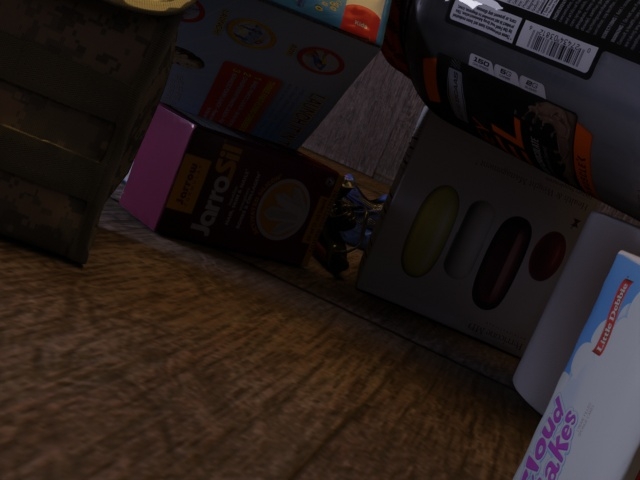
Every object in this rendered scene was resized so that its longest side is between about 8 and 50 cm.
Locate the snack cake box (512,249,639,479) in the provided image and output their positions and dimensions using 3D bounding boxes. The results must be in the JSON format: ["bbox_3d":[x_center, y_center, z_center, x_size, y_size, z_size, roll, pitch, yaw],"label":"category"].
[{"bbox_3d":[0.245,0.127,0.419,0.264,0.152,0.089,22,8,-10],"label":"snack cake box"}]

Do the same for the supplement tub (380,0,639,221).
[{"bbox_3d":[0.217,-0.160,0.718,0.207,0.207,0.338,13,18,-48],"label":"supplement tub"}]

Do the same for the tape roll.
[{"bbox_3d":[0.308,0.097,0.714,0.246,0.169,0.246,23,9,-4],"label":"tape roll"}]

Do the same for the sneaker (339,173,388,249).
[{"bbox_3d":[0.009,-0.056,1.150,0.221,0.087,0.083,20,8,-18],"label":"sneaker"}]

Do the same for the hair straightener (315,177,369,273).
[{"bbox_3d":[0.006,-0.031,0.956,0.047,0.089,0.230,19,12,-15],"label":"hair straightener"}]

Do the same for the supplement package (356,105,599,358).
[{"bbox_3d":[0.164,-0.016,0.917,0.194,0.203,0.149,22,9,1],"label":"supplement package"}]

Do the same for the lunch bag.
[{"bbox_3d":[-0.210,-0.163,0.570,0.235,0.287,0.169,22,8,-14],"label":"lunch bag"}]

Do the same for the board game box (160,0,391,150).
[{"bbox_3d":[-0.127,-0.200,0.806,0.301,0.086,0.308,18,-21,-15],"label":"board game box"}]

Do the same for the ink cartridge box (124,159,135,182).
[{"bbox_3d":[-0.114,-0.060,0.931,0.181,0.062,0.104,17,9,-35],"label":"ink cartridge box"}]

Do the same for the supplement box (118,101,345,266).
[{"bbox_3d":[-0.082,-0.050,0.816,0.188,0.104,0.081,14,12,-43],"label":"supplement box"}]
